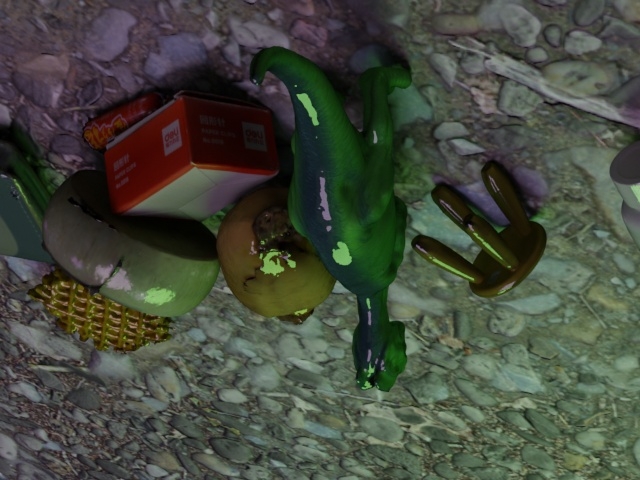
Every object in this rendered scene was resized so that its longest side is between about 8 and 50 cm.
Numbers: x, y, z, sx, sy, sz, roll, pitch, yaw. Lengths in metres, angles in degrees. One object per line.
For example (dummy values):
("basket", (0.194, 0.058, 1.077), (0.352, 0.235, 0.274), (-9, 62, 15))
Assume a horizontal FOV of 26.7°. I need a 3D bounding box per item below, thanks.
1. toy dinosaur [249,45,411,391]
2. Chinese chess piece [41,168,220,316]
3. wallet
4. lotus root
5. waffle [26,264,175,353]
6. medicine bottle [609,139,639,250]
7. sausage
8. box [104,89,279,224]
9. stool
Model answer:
("toy dinosaur", (0.000, 0.000, 1.386), (0.144, 0.500, 0.374), (1, 95, 19))
("Chinese chess piece", (-0.237, 0.002, 1.673), (0.238, 0.237, 0.092), (29, 105, -10))
("wallet", (-0.530, -0.071, 1.850), (0.361, 0.083, 0.252), (8, 147, 18))
("lotus root", (-0.051, 0.014, 1.640), (0.146, 0.130, 0.303), (-13, 160, 1))
("waffle", (-0.308, 0.093, 1.957), (0.193, 0.070, 0.197), (-20, 130, 42))
("medicine bottle", (0.395, 0.001, 1.457), (0.095, 0.095, 0.260), (-9, 135, 35))
("sausage", (-0.225, -0.145, 1.625), (0.145, 0.048, 0.050), (-17, 91, 39))
("box", (-0.154, -0.095, 1.580), (0.133, 0.099, 0.182), (5, 158, -38))
("stool", (0.183, -0.008, 1.540), (0.134, 0.135, 0.110), (-45, 113, 4))
